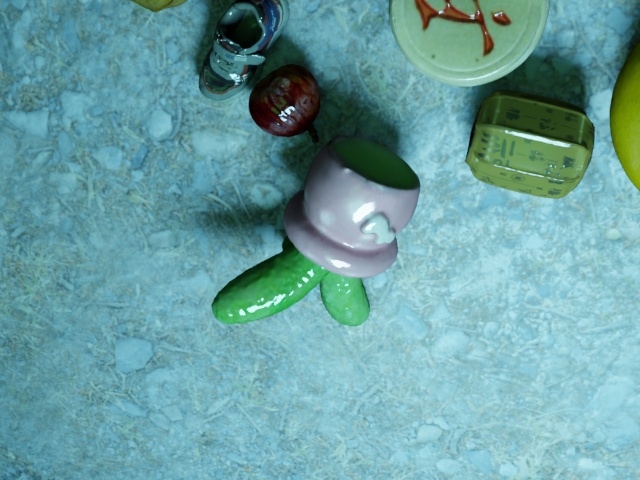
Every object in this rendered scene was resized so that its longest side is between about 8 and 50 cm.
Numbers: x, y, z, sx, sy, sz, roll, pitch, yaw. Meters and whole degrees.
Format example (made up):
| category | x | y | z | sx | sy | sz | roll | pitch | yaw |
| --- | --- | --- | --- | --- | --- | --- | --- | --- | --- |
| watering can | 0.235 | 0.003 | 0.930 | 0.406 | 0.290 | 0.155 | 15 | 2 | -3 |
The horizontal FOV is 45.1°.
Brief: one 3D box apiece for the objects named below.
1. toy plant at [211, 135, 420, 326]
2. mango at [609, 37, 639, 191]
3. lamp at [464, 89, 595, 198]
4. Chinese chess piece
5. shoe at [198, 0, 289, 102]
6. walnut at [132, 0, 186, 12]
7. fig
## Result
| category | x | y | z | sx | sy | sz | roll | pitch | yaw |
| --- | --- | --- | --- | --- | --- | --- | --- | --- | --- |
| toy plant | 0.004 | -0.001 | 1.331 | 0.317 | 0.211 | 0.356 | 5 | 133 | -33 |
| mango | 0.609 | -0.241 | 1.110 | 0.300 | 0.232 | 0.446 | 32 | 126 | -4 |
| lamp | 0.336 | -0.156 | 1.242 | 0.185 | 0.161 | 0.161 | 16 | 114 | 6 |
| Chinese chess piece | 0.231 | -0.369 | 1.210 | 0.249 | 0.103 | 0.250 | 4 | 110 | 12 |
| shoe | -0.139 | -0.322 | 1.299 | 0.099 | 0.125 | 0.227 | 34 | 113 | -5 |
| walnut | -0.272 | -0.476 | 1.244 | 0.167 | 0.167 | 0.207 | 1 | 106 | 12 |
| fig | -0.061 | -0.225 | 1.324 | 0.128 | 0.128 | 0.150 | 2 | 117 | 12 |
